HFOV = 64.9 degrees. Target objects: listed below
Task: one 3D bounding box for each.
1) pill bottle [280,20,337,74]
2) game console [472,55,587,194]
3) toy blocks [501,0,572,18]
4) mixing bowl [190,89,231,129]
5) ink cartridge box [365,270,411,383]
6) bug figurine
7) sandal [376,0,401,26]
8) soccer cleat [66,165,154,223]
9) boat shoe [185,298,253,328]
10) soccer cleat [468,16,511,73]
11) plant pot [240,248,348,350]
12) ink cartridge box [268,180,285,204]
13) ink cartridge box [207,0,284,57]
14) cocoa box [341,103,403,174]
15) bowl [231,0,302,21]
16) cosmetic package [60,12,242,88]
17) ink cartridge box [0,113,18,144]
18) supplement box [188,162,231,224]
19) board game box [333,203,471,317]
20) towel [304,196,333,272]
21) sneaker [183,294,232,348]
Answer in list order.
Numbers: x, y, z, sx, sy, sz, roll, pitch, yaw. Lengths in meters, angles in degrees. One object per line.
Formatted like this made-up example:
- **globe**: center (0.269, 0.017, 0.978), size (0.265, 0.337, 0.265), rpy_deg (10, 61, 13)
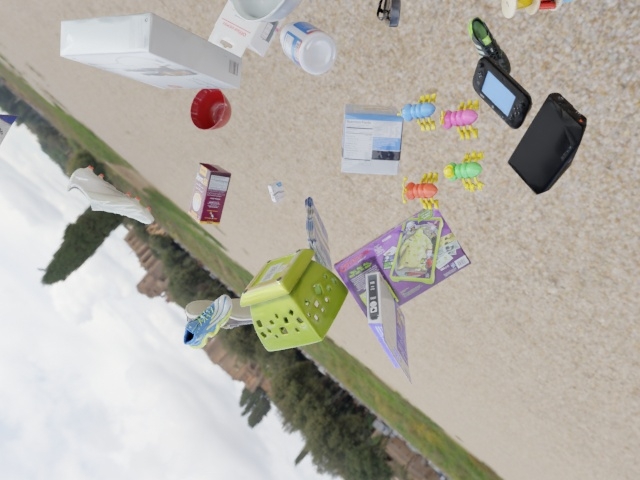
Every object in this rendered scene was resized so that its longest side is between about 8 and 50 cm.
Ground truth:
- **pill bottle**: center (-0.046, -0.601, 1.550), size (0.124, 0.124, 0.222), rpy_deg (49, -175, -42)
- **game console**: center (0.485, -0.303, 1.239), size (0.362, 0.043, 0.213), rpy_deg (61, 155, 30)
- **toy blocks**: center (0.437, -0.515, 0.996), size (0.054, 0.148, 0.123), rpy_deg (-122, 21, -70)
- **mixing bowl**: center (-0.430, -0.527, 2.054), size (0.181, 0.182, 0.098), rpy_deg (36, -167, 26)
- **ink cartridge box**: center (0.166, 0.217, 1.235), size (0.208, 0.045, 0.206), rpy_deg (-89, -25, -46)
- **bug figurine**: center (0.272, -0.215, 1.170), size (0.216, 0.279, 0.072), rpy_deg (-2, 180, 42)
- **sandal**: center (0.189, -0.659, 1.422), size (0.054, 0.097, 0.255), rpy_deg (3, -154, 2)
- **soccer cleat**: center (-0.471, -0.086, 1.135), size (0.196, 0.076, 0.068), rpy_deg (36, 159, -17)
- **boat shoe**: center (-0.397, 0.317, 2.111), size (0.117, 0.323, 0.097), rpy_deg (-101, 15, -52)
- **soccer cleat**: center (0.448, -0.512, 1.341), size (0.179, 0.060, 0.072), rpy_deg (58, -161, 0)
- **plant pot**: center (-0.087, 0.165, 1.485), size (0.227, 0.228, 0.207), rpy_deg (-19, 115, 36)
- **ink cartridge box**: center (-0.168, -0.183, 1.956), size (0.028, 0.048, 0.083), rpy_deg (22, 135, 52)
- **ink cartridge box**: center (-0.272, -0.881, 2.000), size (0.207, 0.354, 0.119), rpy_deg (36, -172, 23)
- **cocoa box**: center (0.201, -0.420, 2.045), size (0.231, 0.228, 0.347), rpy_deg (3, -159, 2)
- **bowl**: center (-0.132, -0.802, 1.552), size (0.297, 0.298, 0.134), rpy_deg (34, -162, 35)
- **cosmetic package**: center (-0.429, -0.486, 1.336), size (0.284, 0.098, 0.377), rpy_deg (9, -173, 23)
- **ink cartridge box**: center (-0.968, -0.245, 1.352), size (0.165, 0.333, 0.065), rpy_deg (3, 147, 3)
- **supplement box**: center (-0.381, -0.160, 1.726), size (0.080, 0.188, 0.104), rpy_deg (3, -159, -39)
- **board game box**: center (0.238, 0.068, 1.483), size (0.208, 0.346, 0.056), rpy_deg (57, -173, -9)
- **towel**: center (0.000, 0.000, 1.716), size (0.285, 0.034, 0.209), rpy_deg (-96, -16, -54)
- **sneaker**: center (-0.425, 0.307, 1.879), size (0.091, 0.240, 0.126), rpy_deg (34, -177, 20)
